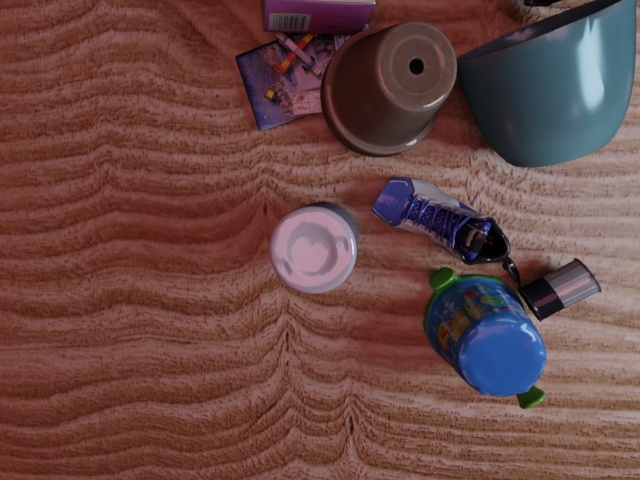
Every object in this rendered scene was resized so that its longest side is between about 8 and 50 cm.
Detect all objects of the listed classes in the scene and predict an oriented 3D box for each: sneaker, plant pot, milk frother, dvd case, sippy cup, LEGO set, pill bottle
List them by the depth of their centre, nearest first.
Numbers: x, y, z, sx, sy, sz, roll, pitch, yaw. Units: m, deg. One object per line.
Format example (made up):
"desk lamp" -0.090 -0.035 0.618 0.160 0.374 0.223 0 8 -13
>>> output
"plant pot" 0.428 -0.281 0.763 0.293 0.293 0.235 -20 111 9
"plant pot" 0.144 -0.301 0.783 0.263 0.229 0.263 -1 98 -9
"pill bottle" 0.000 0.000 0.844 0.160 0.283 0.160 1 98 7
"sneaker" 0.274 -0.041 0.858 0.315 0.182 0.127 26 99 2
"sippy cup" 0.356 0.208 0.864 0.305 0.224 0.240 18 99 4
"milk frother" 0.493 0.076 0.877 0.134 0.129 0.143 -33 100 14
"LEGO set" -0.009 -0.375 0.881 0.244 0.060 0.183 -4 97 4
"dvd case" -0.052 -0.380 0.928 0.253 0.022 0.180 -17 95 9

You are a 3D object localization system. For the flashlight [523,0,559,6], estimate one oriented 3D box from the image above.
"flashlight" 0.533 -0.502 0.767 0.304 0.103 0.103 -7 121 -15

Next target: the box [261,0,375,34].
"box" -0.015 -0.560 0.804 0.213 0.117 0.243 -4 89 -9
